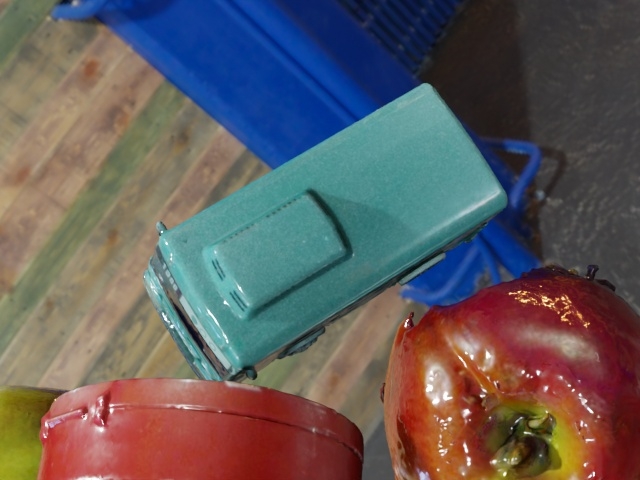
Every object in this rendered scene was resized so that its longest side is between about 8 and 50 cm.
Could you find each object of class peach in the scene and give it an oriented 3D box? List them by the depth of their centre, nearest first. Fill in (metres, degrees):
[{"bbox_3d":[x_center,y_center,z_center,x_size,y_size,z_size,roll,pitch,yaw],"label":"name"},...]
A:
[{"bbox_3d":[0.246,0.218,1.171,0.339,0.353,0.416,-18,-3,10],"label":"peach"},{"bbox_3d":[-0.422,0.356,1.476,0.315,0.282,0.314,28,37,25],"label":"peach"}]

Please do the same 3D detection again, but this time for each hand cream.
[{"bbox_3d":[-0.082,0.192,0.658,0.230,0.230,0.150,-23,50,40],"label":"hand cream"}]

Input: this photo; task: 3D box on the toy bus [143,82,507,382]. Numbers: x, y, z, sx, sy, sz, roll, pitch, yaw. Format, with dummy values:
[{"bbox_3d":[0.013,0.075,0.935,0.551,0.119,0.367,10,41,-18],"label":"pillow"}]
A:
[{"bbox_3d":[0.000,0.000,0.755,0.256,0.128,0.147,-31,-8,-15],"label":"toy bus"}]
